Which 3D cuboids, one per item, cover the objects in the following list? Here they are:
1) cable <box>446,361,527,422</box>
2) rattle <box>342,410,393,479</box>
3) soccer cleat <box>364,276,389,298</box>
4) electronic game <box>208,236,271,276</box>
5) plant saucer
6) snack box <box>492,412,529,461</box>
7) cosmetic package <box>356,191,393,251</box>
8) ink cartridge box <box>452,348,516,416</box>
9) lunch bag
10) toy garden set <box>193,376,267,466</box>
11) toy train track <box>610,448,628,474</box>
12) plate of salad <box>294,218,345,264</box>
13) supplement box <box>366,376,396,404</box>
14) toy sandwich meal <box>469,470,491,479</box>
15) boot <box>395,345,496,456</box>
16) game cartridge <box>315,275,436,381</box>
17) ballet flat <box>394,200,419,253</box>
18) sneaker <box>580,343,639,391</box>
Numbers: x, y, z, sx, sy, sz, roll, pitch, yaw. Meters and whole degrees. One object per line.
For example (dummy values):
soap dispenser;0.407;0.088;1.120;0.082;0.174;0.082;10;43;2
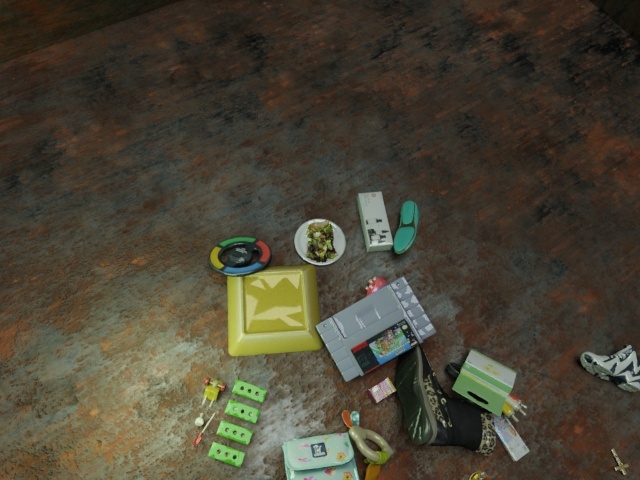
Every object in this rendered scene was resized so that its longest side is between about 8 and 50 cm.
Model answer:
cable;0.581;0.503;1.714;0.287;0.072;0.139;42;31;23
rattle;0.127;0.674;1.617;0.200;0.142;0.130;32;32;25
soccer cleat;0.185;0.247;1.803;0.095;0.083;0.248;30;65;-7
electronic game;-0.293;0.057;1.808;0.229;0.048;0.229;0;35;0
plant saucer;-0.166;0.230;1.769;0.333;0.081;0.332;-3;64;-8
snack box;0.629;0.652;1.686;0.064;0.022;0.178;-25;70;-18
cosmetic package;0.215;-0.077;1.967;0.099;0.060;0.239;-5;65;-10
ink cartridge box;0.552;0.468;1.658;0.171;0.056;0.235;27;22;20
lunch bag;0.006;0.727;1.511;0.224;0.160;0.262;-7;54;-6
toy garden set;-0.310;0.575;1.608;0.204;0.049;0.244;19;65;1
toy train track;1.014;0.754;1.687;0.048;0.014;0.083;-13;61;-5
plate of salad;0.000;0.000;1.914;0.200;0.048;0.199;3;64;-6
supplement box;0.208;0.515;1.694;0.083;0.043;0.055;-26;71;-18
toy sandwich meal;0.519;0.792;1.603;0.086;0.029;0.085;2;64;-5
boot;0.412;0.528;1.650;0.284;0.138;0.377;22;31;-16
game cartridge;0.190;0.306;1.698;0.355;0.068;0.230;-30;77;4
ballet flat;0.349;-0.040;1.948;0.083;0.087;0.247;-6;54;32
sneaker;1.067;0.429;1.803;0.235;0.094;0.153;26;63;6
